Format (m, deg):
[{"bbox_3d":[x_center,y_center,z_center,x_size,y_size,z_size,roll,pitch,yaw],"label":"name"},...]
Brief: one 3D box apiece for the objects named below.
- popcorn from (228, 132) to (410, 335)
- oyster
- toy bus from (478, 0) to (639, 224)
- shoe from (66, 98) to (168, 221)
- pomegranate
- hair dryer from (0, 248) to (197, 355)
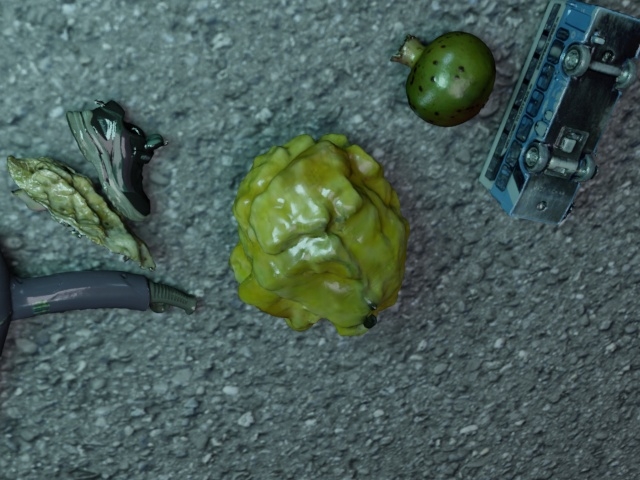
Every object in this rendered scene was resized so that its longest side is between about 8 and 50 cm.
[{"bbox_3d":[0.000,0.000,1.119,0.252,0.215,0.286,-42,127,-2],"label":"popcorn"},{"bbox_3d":[-0.284,-0.034,1.061,0.209,0.133,0.072,32,86,-5],"label":"oyster"},{"bbox_3d":[0.329,-0.178,1.183,0.106,0.131,0.297,9,113,-23],"label":"toy bus"},{"bbox_3d":[-0.236,-0.105,1.063,0.099,0.071,0.169,-32,122,-8],"label":"shoe"},{"bbox_3d":[0.166,-0.213,1.123,0.130,0.130,0.130,-8,120,-15],"label":"pomegranate"},{"bbox_3d":[-0.338,0.112,1.133,0.361,0.121,0.301,-4,127,-24],"label":"hair dryer"}]
